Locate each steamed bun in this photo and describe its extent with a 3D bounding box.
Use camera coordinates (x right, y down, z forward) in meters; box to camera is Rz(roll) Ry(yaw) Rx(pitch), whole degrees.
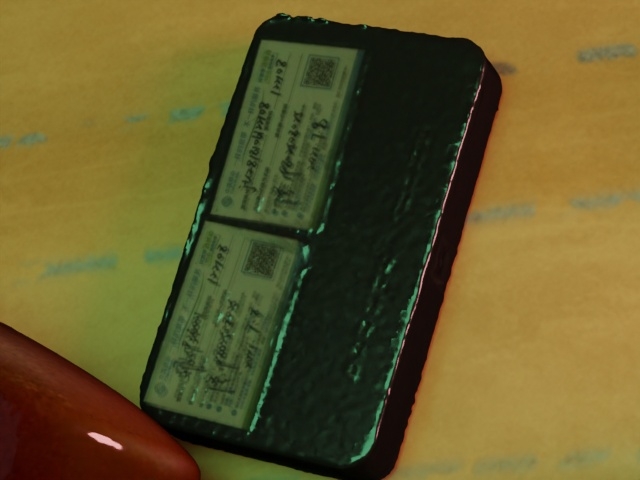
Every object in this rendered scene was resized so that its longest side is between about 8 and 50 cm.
[{"bbox_3d":[-0.295,0.164,1.479,0.379,0.248,0.235,25,86,28],"label":"steamed bun"}]

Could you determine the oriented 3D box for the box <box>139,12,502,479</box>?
[{"bbox_3d":[0.000,0.000,1.534,0.211,0.058,0.350,11,76,27],"label":"box"}]
